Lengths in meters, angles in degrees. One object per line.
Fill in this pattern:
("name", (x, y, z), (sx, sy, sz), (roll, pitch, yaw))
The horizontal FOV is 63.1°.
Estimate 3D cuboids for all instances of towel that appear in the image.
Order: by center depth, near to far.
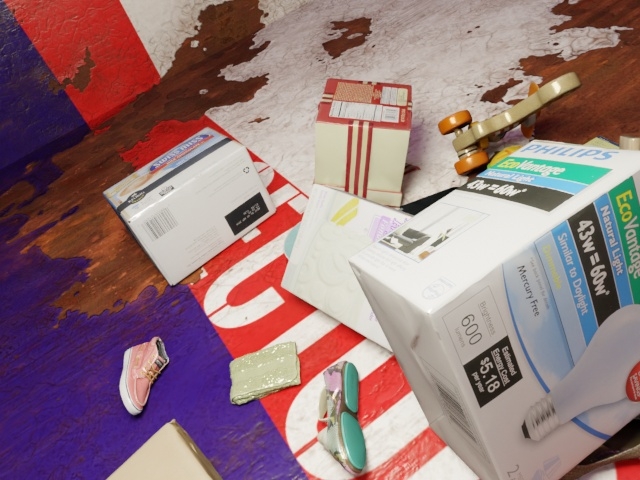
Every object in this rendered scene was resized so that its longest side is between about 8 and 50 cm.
("towel", (-0.112, 0.261, 1.040), (0.148, 0.027, 0.110), (-19, 39, 4))

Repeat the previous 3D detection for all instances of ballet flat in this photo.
("ballet flat", (0.401, 0.288, 0.747), (0.249, 0.058, 0.084), (-13, 40, 11))
("ballet flat", (0.031, 0.307, 0.898), (0.079, 0.077, 0.222), (-30, 32, 20))

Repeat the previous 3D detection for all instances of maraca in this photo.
("maraca", (0.467, -0.170, 1.201), (0.185, 0.099, 0.127), (-16, 31, -33))

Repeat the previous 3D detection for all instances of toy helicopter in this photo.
("toy helicopter", (0.459, -0.287, 1.205), (0.234, 0.140, 0.355), (-20, -4, -24))

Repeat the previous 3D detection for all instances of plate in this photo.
("plate", (0.000, 0.000, 1.280), (0.188, 0.024, 0.188), (-13, 40, 11))

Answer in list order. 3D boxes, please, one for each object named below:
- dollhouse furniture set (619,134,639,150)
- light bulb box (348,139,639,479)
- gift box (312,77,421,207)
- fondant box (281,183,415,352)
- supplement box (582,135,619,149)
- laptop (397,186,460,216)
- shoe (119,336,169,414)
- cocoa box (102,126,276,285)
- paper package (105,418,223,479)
("dollhouse furniture set", (0.657, -0.073, 0.804), (0.256, 0.363, 0.394), (-2, 16, 15))
("light bulb box", (0.293, 0.100, 0.743), (0.360, 0.358, 0.225), (-32, 24, -11))
("gift box", (0.122, -0.224, 1.303), (0.276, 0.258, 0.255), (11, 45, 7))
("fondant box", (0.089, 0.044, 1.038), (0.330, 0.096, 0.239), (24, 99, 41))
("supplement box", (0.622, -0.179, 1.164), (0.083, 0.056, 0.083), (-29, 40, -8))
("laptop", (0.245, 0.032, 1.081), (0.265, 0.136, 0.234), (-62, 37, 18))
("shoe", (-0.372, 0.281, 1.109), (0.081, 0.064, 0.178), (-28, 36, 1))
("cocoa box", (-0.344, -0.101, 1.389), (0.347, 0.232, 0.228), (-37, 41, -18))
("paper package", (-0.237, 0.490, 0.736), (0.324, 0.168, 0.309), (-41, 43, -22))
